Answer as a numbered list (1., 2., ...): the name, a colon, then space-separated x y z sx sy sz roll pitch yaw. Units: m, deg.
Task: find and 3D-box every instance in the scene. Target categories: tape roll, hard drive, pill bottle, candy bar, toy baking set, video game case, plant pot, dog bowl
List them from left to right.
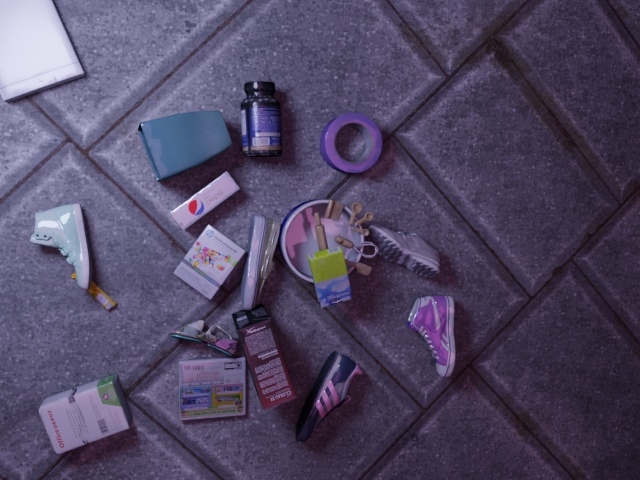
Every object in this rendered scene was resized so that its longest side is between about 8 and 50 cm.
1. hard drive: -0.846 -0.597 1.615 0.232 0.047 0.353 -23 100 -10
2. candy bar: -0.684 0.151 1.750 0.040 0.018 0.161 -42 104 -2
3. plant pot: -0.393 -0.291 1.703 0.234 0.165 0.166 -22 101 -18
4. video game case: -0.348 0.476 1.862 0.212 0.023 0.194 -1 96 -14
5. pill bottle: -0.180 -0.366 1.757 0.122 0.123 0.219 -3 97 -13
6. dog bowl: 0.000 0.000 1.849 0.264 0.104 0.265 -2 97 -13
7. toy baking set: 0.083 -0.005 1.797 0.196 0.030 0.257 -9 98 -12
8. tape roll: 0.097 -0.310 1.850 0.188 0.080 0.189 -2 97 -14

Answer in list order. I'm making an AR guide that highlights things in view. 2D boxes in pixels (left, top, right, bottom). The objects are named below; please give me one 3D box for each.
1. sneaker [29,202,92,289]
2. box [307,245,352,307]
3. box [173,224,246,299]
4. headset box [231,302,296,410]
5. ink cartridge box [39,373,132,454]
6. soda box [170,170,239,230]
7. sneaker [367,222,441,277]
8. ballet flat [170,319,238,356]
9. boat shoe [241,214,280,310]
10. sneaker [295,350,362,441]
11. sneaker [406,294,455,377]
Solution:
1. sneaker: -0.753 0.029 1.680 0.151 0.094 0.256 -10 89 -18
2. box: 0.031 0.113 1.782 0.108 0.042 0.178 -15 119 -5
3. box: -0.341 0.067 1.793 0.145 0.038 0.186 36 86 2
4. headset box: -0.174 0.367 1.790 0.110 0.218 0.294 -18 99 -10
5. ink cartridge box: -0.705 0.521 1.747 0.219 0.092 0.160 -17 99 -10
6. soda box: -0.354 -0.123 1.768 0.216 0.074 0.069 -38 103 -7
7. sneaker: 0.280 0.017 1.938 0.281 0.105 0.115 31 55 -10
8. ballet flat: -0.360 0.298 1.821 0.221 0.077 0.079 23 72 -19
9. boat shoe: -0.187 0.073 1.814 0.094 0.109 0.303 9 91 -16
10. sneaker: 0.030 0.535 1.911 0.131 0.112 0.319 27 91 -12
11. sneaker: 0.372 0.330 1.982 0.160 0.102 0.282 -1 86 -10
